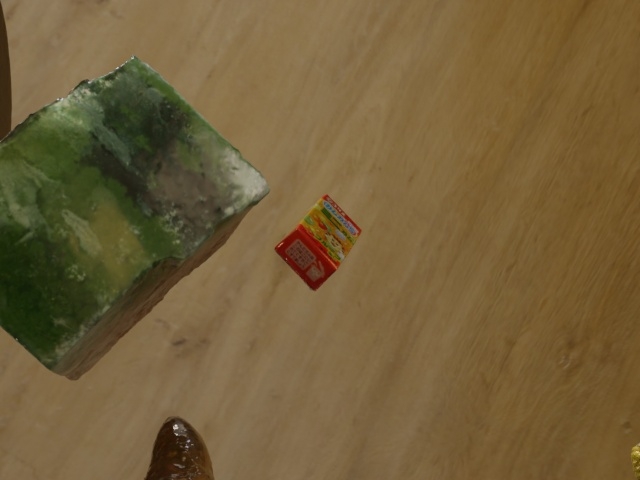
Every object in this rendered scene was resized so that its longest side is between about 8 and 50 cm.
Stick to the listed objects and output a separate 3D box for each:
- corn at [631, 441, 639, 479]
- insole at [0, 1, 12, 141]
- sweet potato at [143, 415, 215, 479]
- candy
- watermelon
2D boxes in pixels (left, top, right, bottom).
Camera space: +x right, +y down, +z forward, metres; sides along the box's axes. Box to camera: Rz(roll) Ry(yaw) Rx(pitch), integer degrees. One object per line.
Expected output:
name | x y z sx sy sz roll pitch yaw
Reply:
corn | 0.443 0.337 0.992 0.081 0.081 0.248 -26 68 2
insole | -0.319 -0.073 0.832 0.007 0.111 0.328 8 108 1
sweet potato | -0.125 0.289 0.746 0.092 0.114 0.341 0 52 -12
candy | 0.000 0.000 0.918 0.062 0.122 0.038 46 115 -4
watermelon | -0.188 0.007 0.822 0.151 0.302 0.264 38 69 17
